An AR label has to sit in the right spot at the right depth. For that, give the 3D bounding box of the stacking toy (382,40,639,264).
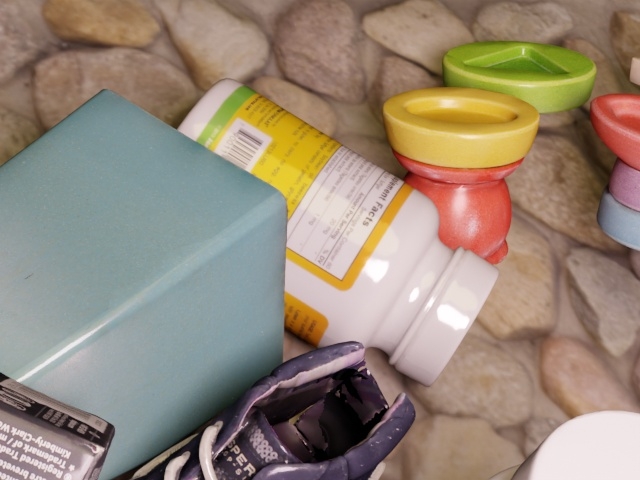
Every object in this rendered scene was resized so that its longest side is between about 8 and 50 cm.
[{"bbox_3d":[0.212,-0.061,1.277,0.309,0.130,0.279,6,22,9],"label":"stacking toy"}]

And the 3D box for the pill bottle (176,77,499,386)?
[{"bbox_3d":[0.000,0.000,1.135,0.246,0.136,0.136,32,47,3],"label":"pill bottle"}]

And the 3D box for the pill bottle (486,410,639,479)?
[{"bbox_3d":[0.124,0.227,0.900,0.160,0.283,0.160,12,48,-14],"label":"pill bottle"}]

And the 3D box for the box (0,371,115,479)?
[{"bbox_3d":[-0.222,0.192,0.776,0.143,0.165,0.270,25,86,-3],"label":"box"}]

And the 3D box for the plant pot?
[{"bbox_3d":[-0.161,0.053,0.989,0.165,0.165,0.234,31,51,27],"label":"plant pot"}]

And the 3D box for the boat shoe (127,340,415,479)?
[{"bbox_3d":[-0.088,0.171,0.939,0.340,0.158,0.127,-30,69,-39],"label":"boat shoe"}]
